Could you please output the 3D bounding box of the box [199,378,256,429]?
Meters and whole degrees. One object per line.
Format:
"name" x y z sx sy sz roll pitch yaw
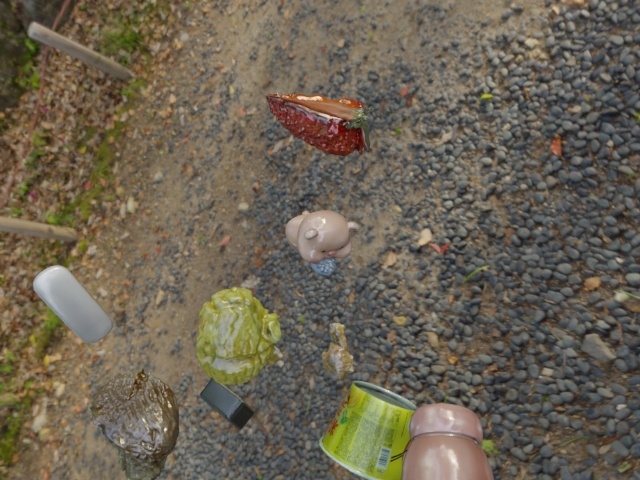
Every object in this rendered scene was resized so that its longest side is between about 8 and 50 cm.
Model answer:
"box" -0.363 0.631 1.791 0.201 0.144 0.090 24 61 34

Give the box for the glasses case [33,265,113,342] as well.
"glasses case" -0.518 0.137 0.978 0.074 0.193 0.049 -41 33 -22

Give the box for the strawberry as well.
"strawberry" -0.010 -0.239 0.964 0.174 0.228 0.098 -84 3 -57

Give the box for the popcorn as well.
"popcorn" -0.241 0.276 1.332 0.258 0.270 0.224 -42 4 -11

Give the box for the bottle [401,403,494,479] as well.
"bottle" 0.234 0.469 0.867 0.173 0.206 0.296 -2 51 11

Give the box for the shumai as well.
"shumai" -0.532 0.580 1.411 0.346 0.217 0.283 16 129 39

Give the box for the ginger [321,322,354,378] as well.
"ginger" 0.045 0.337 1.417 0.096 0.067 0.165 -15 77 18

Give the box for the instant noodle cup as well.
"instant noodle cup" 0.175 0.606 1.502 0.311 0.311 0.221 17 83 44

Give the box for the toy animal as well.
"toy animal" -0.005 -0.020 1.624 0.221 0.210 0.229 54 147 38
